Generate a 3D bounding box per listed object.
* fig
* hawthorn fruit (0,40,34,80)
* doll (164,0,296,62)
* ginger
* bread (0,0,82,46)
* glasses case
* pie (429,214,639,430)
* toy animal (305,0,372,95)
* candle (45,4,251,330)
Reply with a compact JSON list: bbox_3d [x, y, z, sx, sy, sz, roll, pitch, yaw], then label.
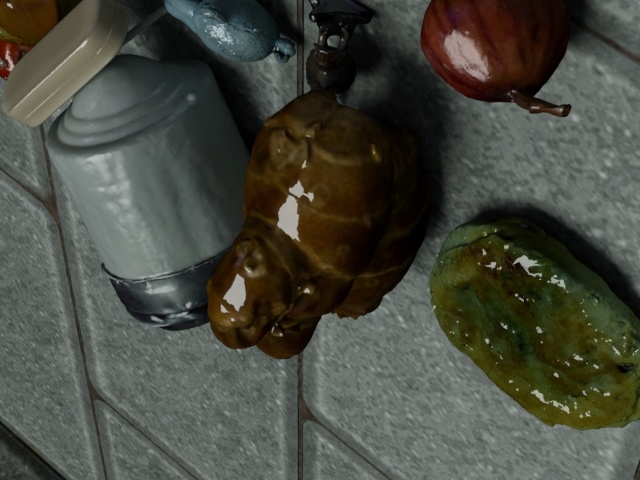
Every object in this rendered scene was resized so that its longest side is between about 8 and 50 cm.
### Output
[{"bbox_3d":[0.161,-0.165,1.457,0.150,0.128,0.128,42,153,2],"label":"fig"},{"bbox_3d":[-0.385,-0.249,2.230,0.093,0.093,0.093,36,151,24],"label":"hawthorn fruit"},{"bbox_3d":[-0.102,-0.243,1.830,0.120,0.075,0.180,20,-167,-32],"label":"doll"},{"bbox_3d":[0.006,-0.001,1.750,0.152,0.274,0.357,23,-179,17],"label":"ginger"},{"bbox_3d":[-0.371,-0.347,1.991,0.270,0.148,0.270,33,149,23],"label":"bread"},{"bbox_3d":[-0.285,-0.200,1.923,0.050,0.083,0.196,31,135,-28],"label":"glasses case"},{"bbox_3d":[0.222,0.091,1.751,0.277,0.078,0.277,38,153,23],"label":"pie"},{"bbox_3d":[0.006,-0.174,1.730,0.070,0.105,0.202,9,155,-2],"label":"toy animal"},{"bbox_3d":[-0.188,-0.079,1.991,0.221,0.221,0.342,12,135,50],"label":"candle"}]
